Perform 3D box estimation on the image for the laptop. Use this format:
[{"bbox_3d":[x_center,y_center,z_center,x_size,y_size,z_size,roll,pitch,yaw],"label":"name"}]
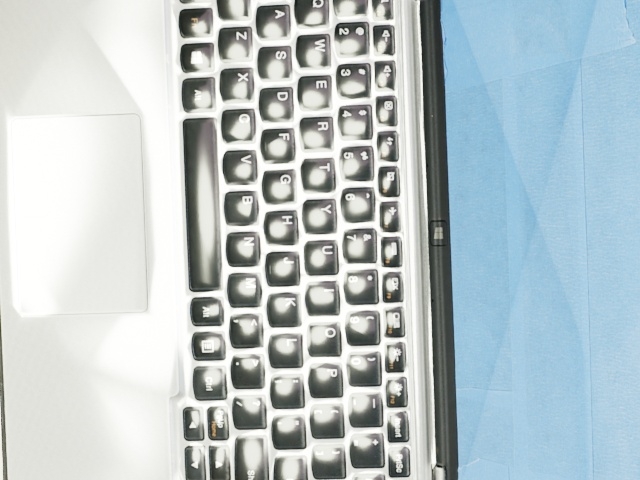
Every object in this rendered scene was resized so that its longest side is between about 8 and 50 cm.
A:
[{"bbox_3d":[0.000,0.000,0.768,0.408,0.236,0.382,-2,91,5],"label":"laptop"}]
